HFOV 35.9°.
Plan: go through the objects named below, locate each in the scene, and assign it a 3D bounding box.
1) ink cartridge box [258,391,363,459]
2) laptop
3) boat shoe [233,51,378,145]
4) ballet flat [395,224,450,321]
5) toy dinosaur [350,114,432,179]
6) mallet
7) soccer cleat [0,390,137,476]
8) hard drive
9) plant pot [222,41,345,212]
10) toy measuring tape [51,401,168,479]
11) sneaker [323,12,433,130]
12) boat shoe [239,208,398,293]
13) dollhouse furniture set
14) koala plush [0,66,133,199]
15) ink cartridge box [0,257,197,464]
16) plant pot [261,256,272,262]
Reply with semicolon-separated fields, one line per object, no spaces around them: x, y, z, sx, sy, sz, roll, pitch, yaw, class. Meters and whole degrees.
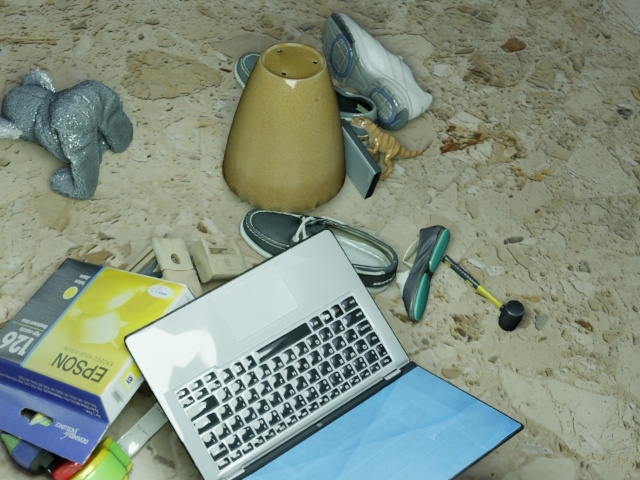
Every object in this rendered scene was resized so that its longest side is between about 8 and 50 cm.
-0.023;0.417;1.532;0.285;0.166;0.395;22;59;3;ink cartridge box
-0.005;0.202;1.415;0.382;0.236;0.408;-28;83;-24;laptop
-0.025;-0.303;1.971;0.319;0.099;0.116;30;60;6;boat shoe
0.181;0.058;1.836;0.074;0.074;0.203;22;66;2;ballet flat
0.139;-0.176;1.944;0.211;0.112;0.064;23;15;-40;toy dinosaur
0.301;0.098;1.855;0.039;0.062;0.189;-36;58;-27;mallet
-0.390;0.248;1.600;0.121;0.093;0.289;34;60;16;soccer cleat
0.066;-0.157;1.911;0.022;0.094;0.135;-26;69;-23;hard drive
-0.058;-0.224;1.802;0.237;0.254;0.237;4;44;-4;plant pot
-0.312;0.338;1.543;0.121;0.121;0.330;41;63;12;toy measuring tape
0.112;-0.353;2.041;0.129;0.111;0.297;-22;71;-38;sneaker
0.000;0.000;1.812;0.302;0.091;0.114;18;60;-1;boat shoe
-0.233;0.082;1.725;0.183;0.129;0.129;1;59;-47;dollhouse furniture set
-0.488;-0.222;1.799;0.221;0.203;0.196;21;58;15;koala plush
-0.392;0.173;1.566;0.303;0.072;0.307;10;50;36;ink cartridge box
-0.087;0.069;1.764;0.083;0.079;0.083;5;61;-9;plant pot
